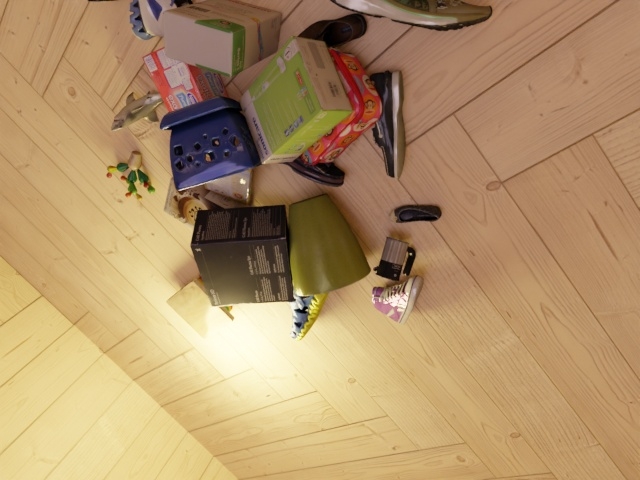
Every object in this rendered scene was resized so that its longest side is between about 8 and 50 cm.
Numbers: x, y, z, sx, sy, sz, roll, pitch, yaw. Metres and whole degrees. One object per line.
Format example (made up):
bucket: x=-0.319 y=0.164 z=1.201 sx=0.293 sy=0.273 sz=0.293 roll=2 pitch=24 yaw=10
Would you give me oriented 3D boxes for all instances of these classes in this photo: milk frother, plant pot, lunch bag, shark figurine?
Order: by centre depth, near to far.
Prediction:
lunch bag: x=0.015 y=-0.388 z=1.230 sx=0.293 sy=0.120 sz=0.258 roll=-38 pitch=75 yaw=45
plant pot: x=-0.308 y=-0.287 z=1.247 sx=0.235 sy=0.236 sz=0.212 roll=-17 pitch=103 yaw=8
plant pot: x=0.000 y=0.000 z=1.465 sx=0.274 sy=0.274 sz=0.294 roll=-13 pitch=99 yaw=30
milk frother: x=0.238 y=0.059 z=1.481 sx=0.143 sy=0.129 sz=0.135 roll=19 pitch=94 yaw=47
shark figurine: x=-0.589 y=-0.463 z=1.524 sx=0.277 sy=0.166 sz=0.116 roll=-15 pitch=142 yaw=12

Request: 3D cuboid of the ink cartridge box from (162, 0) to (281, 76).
ink cartridge box: x=-0.257 y=-0.563 z=1.173 sx=0.201 sy=0.278 sz=0.117 roll=21 pitch=131 yaw=11

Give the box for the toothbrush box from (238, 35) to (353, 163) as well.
toothbrush box: x=-0.076 y=-0.363 z=1.154 sx=0.283 sy=0.122 sz=0.207 roll=-29 pitch=80 yaw=45

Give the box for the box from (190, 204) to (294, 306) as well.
box: x=-0.264 y=0.061 z=1.547 sx=0.311 sy=0.179 sz=0.344 roll=-4 pitch=135 yaw=-2

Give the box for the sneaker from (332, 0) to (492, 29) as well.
sneaker: x=0.213 y=-0.614 z=1.018 sx=0.409 sy=0.158 sz=0.182 roll=18 pitch=119 yaw=10

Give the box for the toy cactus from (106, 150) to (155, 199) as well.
toy cactus: x=-0.758 y=-0.269 z=1.716 sx=0.218 sy=0.112 sz=0.181 roll=31 pitch=119 yaw=13

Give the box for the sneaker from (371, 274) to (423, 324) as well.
sneaker: x=0.260 y=0.195 z=1.524 sx=0.160 sy=0.102 sz=0.282 roll=27 pitch=144 yaw=13

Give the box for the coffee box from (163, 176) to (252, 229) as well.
coffee box: x=-0.430 y=-0.120 z=1.642 sx=0.297 sy=0.119 sz=0.168 roll=31 pitch=128 yaw=2

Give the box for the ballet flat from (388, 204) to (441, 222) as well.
ballet flat: x=0.301 y=-0.083 z=1.382 sx=0.172 sy=0.049 sz=0.058 roll=-6 pitch=118 yaw=27

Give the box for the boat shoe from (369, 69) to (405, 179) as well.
boat shoe: x=0.192 y=-0.326 z=1.238 sx=0.091 sy=0.114 sz=0.303 roll=4 pitch=111 yaw=21

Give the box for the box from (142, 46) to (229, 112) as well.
box: x=-0.404 y=-0.475 z=1.381 sx=0.153 sy=0.142 sz=0.300 roll=-9 pitch=118 yaw=28

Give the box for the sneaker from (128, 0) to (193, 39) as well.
sneaker: x=-0.467 y=-0.742 z=1.258 sx=0.182 sy=0.128 sz=0.316 roll=15 pitch=133 yaw=10

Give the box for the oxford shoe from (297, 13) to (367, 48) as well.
oxford shoe: x=0.005 y=-0.555 z=1.172 sx=0.227 sy=0.096 sz=0.083 roll=-7 pitch=118 yaw=35

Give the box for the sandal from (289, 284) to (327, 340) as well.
sandal: x=-0.069 y=0.273 z=1.749 sx=0.138 sy=0.126 sz=0.318 roll=28 pitch=120 yaw=10

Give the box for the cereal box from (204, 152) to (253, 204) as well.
cereal box: x=-0.321 y=-0.224 z=1.494 sx=0.172 sy=0.048 sz=0.240 roll=23 pitch=154 yaw=-3

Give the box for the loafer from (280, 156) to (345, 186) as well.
loafer: x=-0.053 y=-0.271 z=1.386 sx=0.302 sy=0.109 sz=0.095 roll=27 pitch=124 yaw=10

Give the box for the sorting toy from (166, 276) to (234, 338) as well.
sorting toy: x=-0.540 y=0.301 z=1.991 sx=0.257 sy=0.089 sz=0.255 roll=-33 pitch=104 yaw=36
